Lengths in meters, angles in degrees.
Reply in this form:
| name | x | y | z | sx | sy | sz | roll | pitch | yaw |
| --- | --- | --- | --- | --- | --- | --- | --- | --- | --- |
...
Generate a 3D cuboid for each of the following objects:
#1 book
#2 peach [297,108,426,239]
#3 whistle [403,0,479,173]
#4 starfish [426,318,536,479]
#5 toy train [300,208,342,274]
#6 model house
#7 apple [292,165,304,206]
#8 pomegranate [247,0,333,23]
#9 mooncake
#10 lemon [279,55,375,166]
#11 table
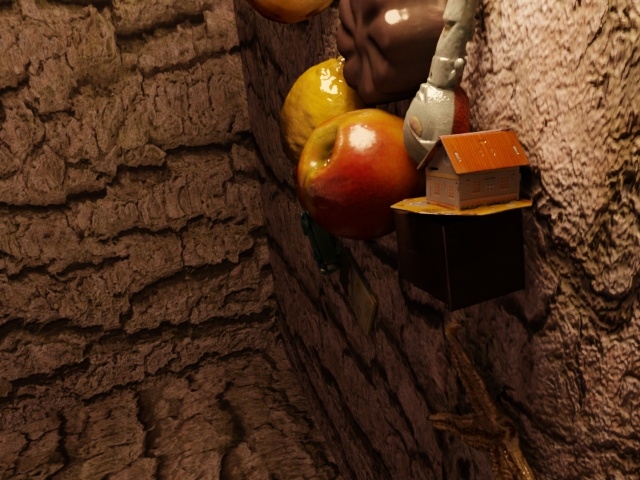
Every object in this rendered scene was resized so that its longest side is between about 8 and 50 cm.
| name | x | y | z | sx | sy | sz | roll | pitch | yaw |
| --- | --- | --- | --- | --- | --- | --- | --- | --- | --- |
| book | 0.136 | 0.186 | 1.804 | 0.201 | 0.026 | 0.289 | 95 | 157 | -44 |
| peach | 0.113 | -0.149 | 1.115 | 0.308 | 0.332 | 0.307 | -10 | 75 | 41 |
| whistle | 0.240 | -0.287 | 0.917 | 0.142 | 0.134 | 0.346 | -51 | -28 | -58 |
| starfish | 0.370 | 0.444 | 1.114 | 0.323 | 0.083 | 0.432 | 96 | 156 | -46 |
| toy train | 0.000 | 0.000 | 1.970 | 0.194 | 0.120 | 0.298 | 101 | 152 | -70 |
| model house | 0.244 | -0.127 | 0.856 | 0.207 | 0.220 | 0.135 | -146 | 50 | -66 |
| apple | 0.003 | -0.205 | 1.653 | 0.211 | 0.188 | 0.211 | 168 | 90 | -78 |
| pomegranate | -0.091 | -0.767 | 1.305 | 0.319 | 0.319 | 0.319 | 167 | 90 | -74 |
| mooncake | 0.146 | -0.447 | 1.039 | 0.306 | 0.154 | 0.305 | 164 | 90 | -75 |
| lemon | 0.024 | -0.337 | 1.337 | 0.316 | 0.285 | 0.285 | -46 | 46 | 19 |
| table | 0.270 | 0.017 | 0.955 | 0.193 | 0.169 | 0.172 | -148 | 47 | -67 |
